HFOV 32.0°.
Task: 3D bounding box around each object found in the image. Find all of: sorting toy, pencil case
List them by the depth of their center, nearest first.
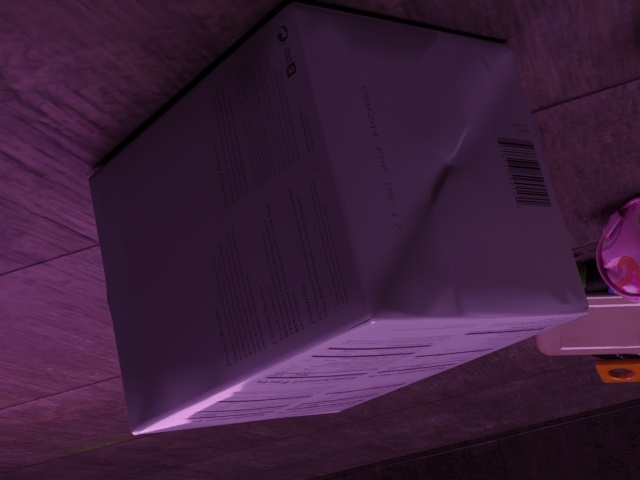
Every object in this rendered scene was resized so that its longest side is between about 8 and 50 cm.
[{"bbox_3d":[0.440,0.013,1.272,0.284,0.124,0.124,1,158,-39],"label":"pencil case"},{"bbox_3d":[0.385,0.102,1.492,0.196,0.047,0.347,1,151,13],"label":"sorting toy"}]

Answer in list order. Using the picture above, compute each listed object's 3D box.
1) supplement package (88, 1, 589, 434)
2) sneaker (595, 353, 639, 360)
[{"bbox_3d":[0.000,0.000,0.768,0.198,0.199,0.263,1,158,-40],"label":"supplement package"},{"bbox_3d":[0.481,0.120,1.673,0.331,0.146,0.122,17,175,-14],"label":"sneaker"}]
